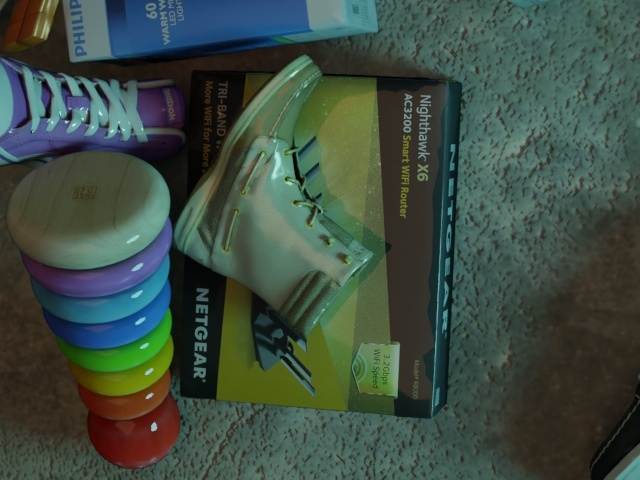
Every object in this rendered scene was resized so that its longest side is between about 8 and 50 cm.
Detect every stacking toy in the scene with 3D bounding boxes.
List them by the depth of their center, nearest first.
[{"bbox_3d":[-0.187,0.086,1.491,0.141,0.141,0.330,6,131,14],"label":"stacking toy"}]

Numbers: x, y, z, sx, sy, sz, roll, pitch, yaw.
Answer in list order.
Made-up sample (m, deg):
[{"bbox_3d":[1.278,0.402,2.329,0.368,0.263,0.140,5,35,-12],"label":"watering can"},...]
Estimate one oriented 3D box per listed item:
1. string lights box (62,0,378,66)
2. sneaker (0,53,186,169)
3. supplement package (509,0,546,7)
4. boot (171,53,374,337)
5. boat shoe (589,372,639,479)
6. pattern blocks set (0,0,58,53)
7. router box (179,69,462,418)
[{"bbox_3d":[-0.090,-0.211,1.501,0.259,0.133,0.077,-6,93,14],"label":"string lights box"},{"bbox_3d":[-0.212,-0.123,1.465,0.161,0.282,0.102,-13,80,17],"label":"sneaker"},{"bbox_3d":[0.276,-0.319,1.379,0.293,0.177,0.175,-14,91,15],"label":"supplement package"},{"bbox_3d":[-0.017,-0.039,1.441,0.165,0.077,0.213,36,107,10],"label":"boot"},{"bbox_3d":[0.338,0.116,1.439,0.302,0.114,0.091,-46,55,22],"label":"boat shoe"},{"bbox_3d":[-0.308,-0.291,1.534,0.325,0.026,0.285,-54,50,20],"label":"pattern blocks set"},{"bbox_3d":[0.000,0.000,1.522,0.243,0.081,0.309,3,95,14],"label":"router box"}]
